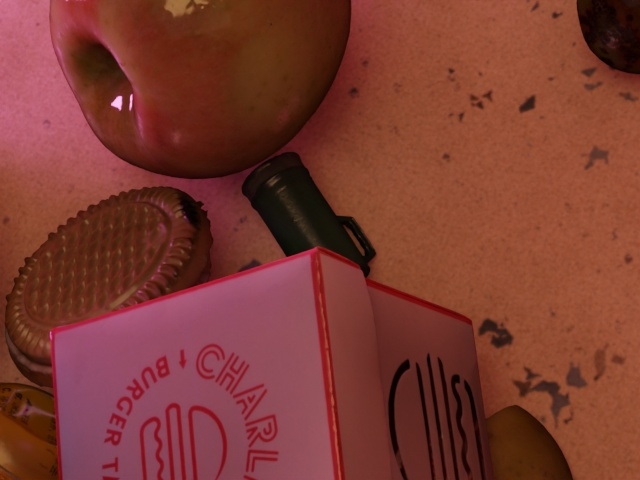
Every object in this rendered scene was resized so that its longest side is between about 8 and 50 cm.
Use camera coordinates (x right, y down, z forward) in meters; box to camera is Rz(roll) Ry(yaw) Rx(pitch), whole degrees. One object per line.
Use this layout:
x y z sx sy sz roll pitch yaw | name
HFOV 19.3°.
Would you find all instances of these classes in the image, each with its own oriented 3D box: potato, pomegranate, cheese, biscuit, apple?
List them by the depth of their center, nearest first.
0.200 0.238 1.836 0.149 0.081 0.120 36 86 22 | potato
-0.331 0.188 1.923 0.270 0.177 0.069 29 114 -17 | cheese
0.338 -0.257 1.930 0.148 0.148 0.169 8 76 17 | pomegranate
-0.221 0.045 1.949 0.259 0.079 0.259 -22 36 17 | biscuit
-0.118 -0.232 1.953 0.277 0.319 0.319 -35 65 -28 | apple

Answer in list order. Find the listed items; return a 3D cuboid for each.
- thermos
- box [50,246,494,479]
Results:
-0.004 0.002 1.974 0.073 0.083 0.187 -41 67 22 | thermos
-0.034 0.217 1.746 0.312 0.300 0.314 -17 68 28 | box
